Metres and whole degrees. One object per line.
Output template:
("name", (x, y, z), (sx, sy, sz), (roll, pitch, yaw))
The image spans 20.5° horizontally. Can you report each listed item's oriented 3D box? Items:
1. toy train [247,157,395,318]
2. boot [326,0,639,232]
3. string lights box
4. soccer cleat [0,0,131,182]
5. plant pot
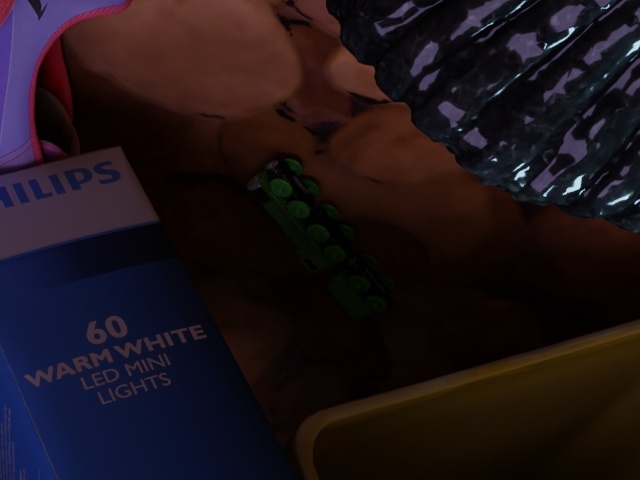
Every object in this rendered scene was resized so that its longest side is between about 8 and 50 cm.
("toy train", (0.000, 0.000, 0.700), (0.024, 0.017, 0.083), (-17, 125, 37))
("boot", (0.200, -0.079, 0.510), (0.348, 0.131, 0.260), (33, 122, -1))
("string lights box", (-0.057, 0.106, 0.606), (0.077, 0.259, 0.133), (-16, 141, -20))
("soccer cleat", (-0.141, -0.018, 0.678), (0.095, 0.083, 0.248), (16, 129, -7))
("plant pot", (0.081, 0.167, 0.673), (0.212, 0.212, 0.187), (-13, 164, -28))
